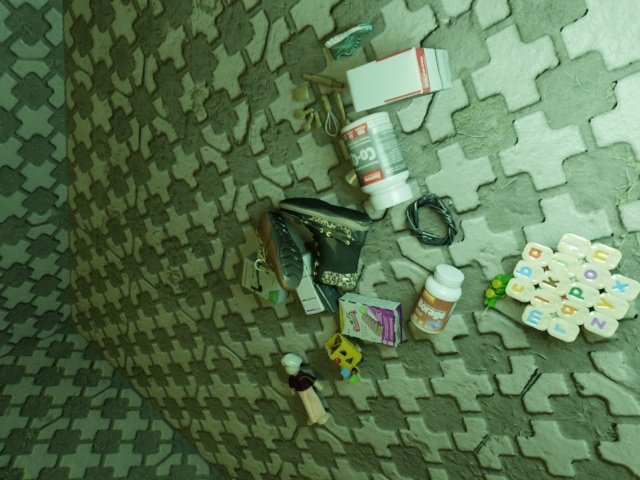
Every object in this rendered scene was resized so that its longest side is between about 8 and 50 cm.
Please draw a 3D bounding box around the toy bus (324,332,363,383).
[{"bbox_3d":[0.115,0.460,1.669,0.104,0.202,0.191,-47,70,4],"label":"toy bus"}]

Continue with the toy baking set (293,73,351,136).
[{"bbox_3d":[0.013,-0.470,1.451,0.256,0.030,0.196,21,121,28],"label":"toy baking set"}]

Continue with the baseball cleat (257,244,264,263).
[{"bbox_3d":[-0.198,0.089,1.740,0.109,0.072,0.205,-35,57,14],"label":"baseball cleat"}]

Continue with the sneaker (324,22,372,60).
[{"bbox_3d":[0.097,-0.629,1.321,0.167,0.065,0.076,-8,119,40],"label":"sneaker"}]

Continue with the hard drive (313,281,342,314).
[{"bbox_3d":[0.038,0.214,1.641,0.022,0.094,0.135,-34,86,37],"label":"hard drive"}]

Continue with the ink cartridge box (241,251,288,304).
[{"bbox_3d":[-0.238,0.162,1.818,0.209,0.087,0.153,23,118,27],"label":"ink cartridge box"}]

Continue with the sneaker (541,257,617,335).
[{"bbox_3d":[0.674,0.135,1.177,0.145,0.090,0.270,39,121,18],"label":"sneaker"}]

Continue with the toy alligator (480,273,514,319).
[{"bbox_3d":[0.542,0.165,1.306,0.051,0.056,0.189,-110,33,-51],"label":"toy alligator"}]

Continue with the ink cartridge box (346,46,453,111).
[{"bbox_3d":[0.228,-0.447,1.155,0.197,0.273,0.114,-5,108,36],"label":"ink cartridge box"}]

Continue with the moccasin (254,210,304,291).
[{"bbox_3d":[-0.173,0.050,1.606,0.147,0.139,0.380,-49,49,24],"label":"moccasin"}]

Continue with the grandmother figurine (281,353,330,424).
[{"bbox_3d":[-0.075,0.668,1.888,0.208,0.104,0.342,-25,95,29],"label":"grandmother figurine"}]

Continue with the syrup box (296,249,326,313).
[{"bbox_3d":[-0.043,0.169,1.681,0.096,0.093,0.236,-18,96,37],"label":"syrup box"}]

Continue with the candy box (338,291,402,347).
[{"bbox_3d":[0.188,0.299,1.584,0.234,0.071,0.159,7,111,33],"label":"candy box"}]

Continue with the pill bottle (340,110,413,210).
[{"bbox_3d":[0.184,-0.248,1.326,0.161,0.161,0.283,-17,97,38],"label":"pill bottle"}]

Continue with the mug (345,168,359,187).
[{"bbox_3d":[0.134,-0.226,1.445,0.064,0.078,0.062,-52,43,27],"label":"mug"}]

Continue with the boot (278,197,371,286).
[{"bbox_3d":[0.000,0.000,1.569,0.378,0.138,0.284,16,115,24],"label":"boot"}]

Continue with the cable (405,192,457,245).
[{"bbox_3d":[0.359,-0.054,1.350,0.151,0.047,0.184,-37,85,38],"label":"cable"}]

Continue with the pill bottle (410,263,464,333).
[{"bbox_3d":[0.388,0.192,1.374,0.121,0.121,0.216,28,121,23],"label":"pill bottle"}]

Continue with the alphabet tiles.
[{"bbox_3d":[0.665,0.128,1.114,0.278,0.021,0.284,24,114,22],"label":"alphabet tiles"}]
